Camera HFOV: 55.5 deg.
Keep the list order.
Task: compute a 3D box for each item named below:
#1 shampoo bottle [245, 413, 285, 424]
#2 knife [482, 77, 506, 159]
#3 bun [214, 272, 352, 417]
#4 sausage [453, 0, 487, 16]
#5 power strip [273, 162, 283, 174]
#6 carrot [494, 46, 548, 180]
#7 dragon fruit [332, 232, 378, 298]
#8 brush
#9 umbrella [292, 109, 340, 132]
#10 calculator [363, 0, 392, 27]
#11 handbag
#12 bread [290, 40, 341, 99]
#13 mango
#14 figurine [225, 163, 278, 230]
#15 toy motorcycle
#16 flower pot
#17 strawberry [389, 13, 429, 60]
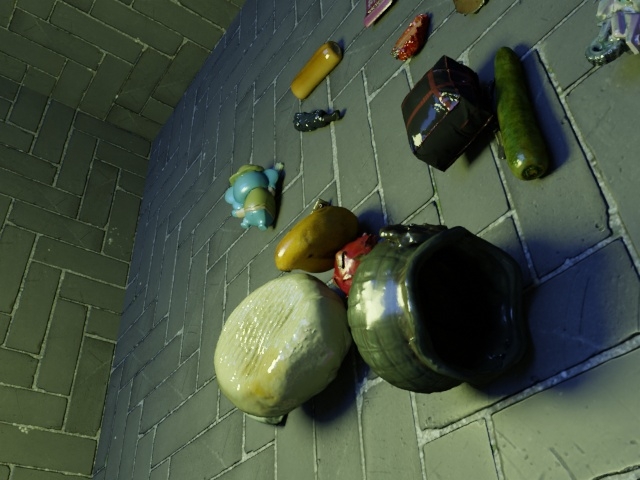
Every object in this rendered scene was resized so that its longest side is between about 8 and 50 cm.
[{"bbox_3d":[-0.175,0.406,1.662,0.284,0.071,0.153,-6,64,56],"label":"shampoo bottle"},{"bbox_3d":[0.359,-0.252,1.276,0.045,0.021,0.222,-32,44,43],"label":"knife"},{"bbox_3d":[-0.078,0.252,1.448,0.365,0.219,0.365,-33,33,25],"label":"bun"},{"bbox_3d":[0.349,-0.705,1.555,0.082,0.082,0.372,-42,37,38],"label":"sausage"},{"bbox_3d":[-0.155,-0.230,2.126,0.040,0.016,0.090,30,98,60],"label":"power strip"},{"bbox_3d":[0.382,-0.265,1.199,0.074,0.074,0.359,-38,39,42],"label":"carrot"},{"bbox_3d":[0.089,0.059,1.401,0.136,0.133,0.166,-12,62,64],"label":"dragon fruit"},{"bbox_3d":[-0.046,-0.007,1.762,0.248,0.043,0.036,-59,37,16],"label":"brush"},{"bbox_3d":[-0.014,-0.383,1.950,0.248,0.070,0.071,13,82,57],"label":"umbrella"},{"bbox_3d":[0.187,-0.759,1.903,0.126,0.034,0.191,-38,35,43],"label":"calculator"},{"bbox_3d":[0.269,-0.278,1.302,0.169,0.155,0.215,-54,24,36],"label":"handbag"},{"bbox_3d":[-0.021,-0.581,2.086,0.239,0.073,0.093,-39,45,41],"label":"bread"},{"bbox_3d":[0.005,0.003,1.469,0.177,0.120,0.295,-59,-13,25],"label":"mango"},{"bbox_3d":[-0.232,-0.140,2.053,0.180,0.153,0.262,-30,48,41],"label":"figurine"},{"bbox_3d":[0.543,-0.396,0.977,0.204,0.108,0.239,-8,64,57],"label":"toy motorcycle"},{"bbox_3d":[0.197,0.103,1.039,0.213,0.301,0.302,-17,56,55],"label":"flower pot"},{"bbox_3d":[0.247,-0.544,1.643,0.152,0.048,0.104,-51,22,-4],"label":"strawberry"}]
